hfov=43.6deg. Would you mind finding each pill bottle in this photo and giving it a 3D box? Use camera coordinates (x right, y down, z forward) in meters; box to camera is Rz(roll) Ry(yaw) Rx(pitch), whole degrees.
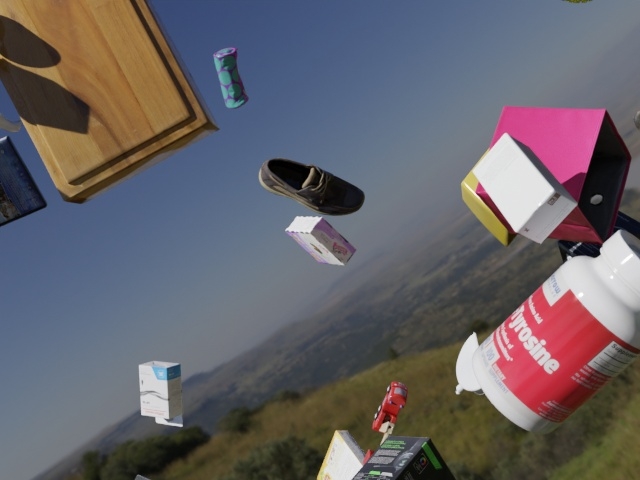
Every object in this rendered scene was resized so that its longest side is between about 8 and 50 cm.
[{"bbox_3d":[0.517,0.181,1.607,0.407,0.229,0.229,-50,-9,24],"label":"pill bottle"}]

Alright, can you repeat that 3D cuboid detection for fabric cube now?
[{"bbox_3d":[0.576,-0.158,1.962,0.258,0.259,0.254,9,72,38],"label":"fabric cube"}]

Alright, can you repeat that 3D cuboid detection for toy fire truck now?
[{"bbox_3d":[0.163,0.460,1.982,0.135,0.047,0.192,-76,7,-69],"label":"toy fire truck"}]

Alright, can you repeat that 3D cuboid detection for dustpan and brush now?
[{"bbox_3d":[0.383,0.347,2.056,0.060,0.147,0.211,8,-37,-22],"label":"dustpan and brush"}]

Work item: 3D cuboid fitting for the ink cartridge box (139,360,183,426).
[{"bbox_3d":[-0.441,0.431,2.217,0.104,0.180,0.060,0,4,30],"label":"ink cartridge box"}]

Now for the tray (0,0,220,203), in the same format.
[{"bbox_3d":[-0.315,-0.274,0.994,0.203,0.410,0.076,-28,-1,3],"label":"tray"}]

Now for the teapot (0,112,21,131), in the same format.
[{"bbox_3d":[-0.899,-0.241,1.916,0.256,0.187,0.252,-5,43,16],"label":"teapot"}]

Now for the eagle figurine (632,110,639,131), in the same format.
[{"bbox_3d":[0.719,-0.179,1.597,0.226,0.225,0.298,-46,-11,-22],"label":"eagle figurine"}]

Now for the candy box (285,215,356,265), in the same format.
[{"bbox_3d":[0.000,0.000,2.557,0.070,0.165,0.196,-52,21,-15],"label":"candy box"}]

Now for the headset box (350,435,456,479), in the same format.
[{"bbox_3d":[0.166,0.560,1.580,0.283,0.246,0.131,-40,14,-35],"label":"headset box"}]

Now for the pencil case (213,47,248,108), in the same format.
[{"bbox_3d":[-0.236,-0.433,2.130,0.070,0.151,0.064,-3,28,23],"label":"pencil case"}]

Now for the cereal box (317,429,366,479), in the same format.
[{"bbox_3d":[0.084,0.652,2.150,0.047,0.240,0.173,8,-68,-32],"label":"cereal box"}]

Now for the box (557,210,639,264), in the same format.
[{"bbox_3d":[0.791,0.025,2.208,0.207,0.108,0.153,-25,25,-3],"label":"box"}]

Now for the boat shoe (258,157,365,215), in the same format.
[{"bbox_3d":[-0.029,-0.173,2.577,0.130,0.356,0.132,108,176,-77],"label":"boat shoe"}]

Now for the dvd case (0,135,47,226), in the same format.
[{"bbox_3d":[-0.772,-0.105,1.797,0.253,0.180,0.022,-23,24,-1],"label":"dvd case"}]

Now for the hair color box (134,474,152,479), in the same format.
[{"bbox_3d":[-0.321,0.687,1.837,0.375,0.114,0.185,4,63,44],"label":"hair color box"}]

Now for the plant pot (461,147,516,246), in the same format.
[{"bbox_3d":[0.515,-0.141,2.256,0.212,0.187,0.212,-51,-19,-5],"label":"plant pot"}]

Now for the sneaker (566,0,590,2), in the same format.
[{"bbox_3d":[0.573,-0.667,1.959,0.109,0.296,0.123,-104,33,-55],"label":"sneaker"}]

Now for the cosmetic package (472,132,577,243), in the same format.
[{"bbox_3d":[0.419,-0.111,1.657,0.117,0.086,0.231,-52,35,24],"label":"cosmetic package"}]
